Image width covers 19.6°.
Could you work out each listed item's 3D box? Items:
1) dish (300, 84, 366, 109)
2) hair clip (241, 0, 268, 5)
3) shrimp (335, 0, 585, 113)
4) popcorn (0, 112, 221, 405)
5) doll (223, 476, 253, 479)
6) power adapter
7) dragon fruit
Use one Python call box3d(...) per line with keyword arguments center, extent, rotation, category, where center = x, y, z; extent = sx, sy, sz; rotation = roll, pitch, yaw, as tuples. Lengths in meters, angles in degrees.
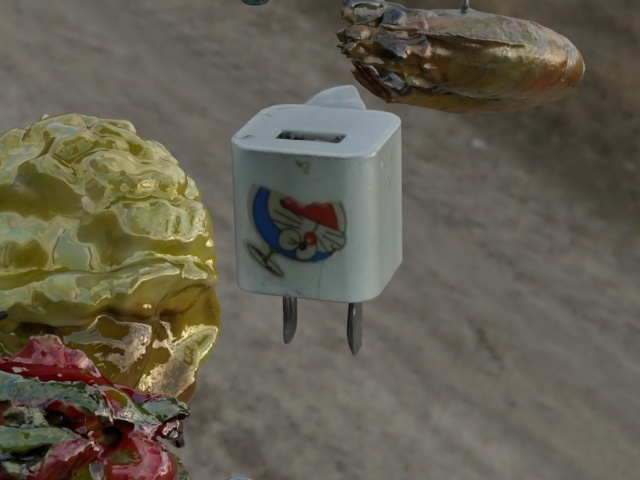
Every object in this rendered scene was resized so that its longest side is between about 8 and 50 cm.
box3d(center=(-0.020, -0.090, 2.023), extent=(0.066, 0.191, 0.191), rotation=(20, 25, -18), category="dish")
box3d(center=(0.022, -0.256, 1.339), extent=(0.066, 0.229, 0.036), rotation=(50, 4, 41), category="hair clip")
box3d(center=(0.082, -0.123, 1.256), extent=(0.150, 0.068, 0.248), rotation=(-13, -15, 29), category="shrimp")
box3d(center=(-0.281, 0.049, 1.899), extent=(0.381, 0.349, 0.349), rotation=(-20, 45, -33), category="popcorn")
box3d(center=(-0.064, 0.299, 1.501), extent=(0.195, 0.258, 0.153), rotation=(63, 19, -13), category="doll")
box3d(center=(0.000, 0.000, 1.585), extent=(0.130, 0.205, 0.125), rotation=(4, 22, 16), category="power adapter")
box3d(center=(-0.228, 0.206, 1.543), extent=(0.237, 0.303, 0.231), rotation=(29, 57, 6), category="dragon fruit")
